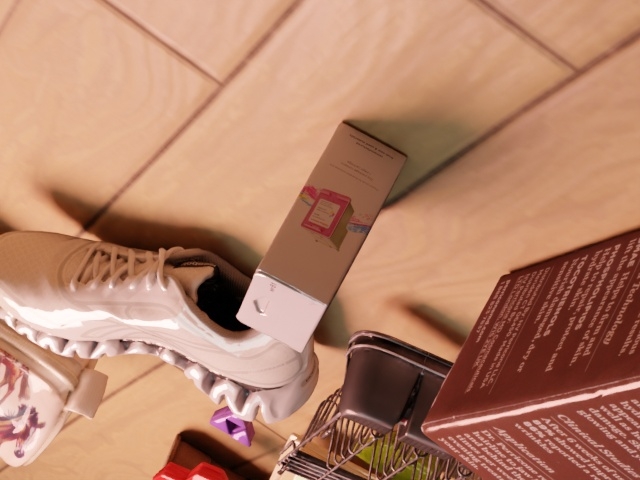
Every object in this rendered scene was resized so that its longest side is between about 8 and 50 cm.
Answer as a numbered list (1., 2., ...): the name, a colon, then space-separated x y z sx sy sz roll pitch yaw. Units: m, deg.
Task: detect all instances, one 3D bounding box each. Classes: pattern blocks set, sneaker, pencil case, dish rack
1. pattern blocks set: 0.025 0.262 1.556 0.325 0.026 0.285 39 134 -5
2. sneaker: -0.136 0.042 1.350 0.292 0.110 0.118 17 145 8
3. pencil case: -0.376 0.033 1.500 0.410 0.160 0.183 36 168 -13
4. dish rack: 0.081 0.172 1.356 0.208 0.074 0.271 25 157 -6

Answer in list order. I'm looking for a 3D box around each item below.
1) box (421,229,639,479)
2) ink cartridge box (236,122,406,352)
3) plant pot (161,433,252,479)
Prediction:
1. box: 0.247 0.087 0.983 0.191 0.143 0.381 38 155 -16
2. ink cartridge box: 0.000 0.000 1.094 0.052 0.122 0.088 29 154 2
3. plant pot: -0.101 0.302 1.718 0.165 0.167 0.167 22 154 -3
